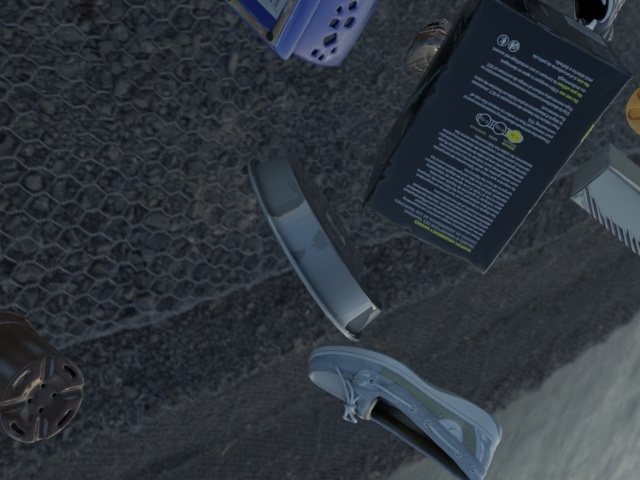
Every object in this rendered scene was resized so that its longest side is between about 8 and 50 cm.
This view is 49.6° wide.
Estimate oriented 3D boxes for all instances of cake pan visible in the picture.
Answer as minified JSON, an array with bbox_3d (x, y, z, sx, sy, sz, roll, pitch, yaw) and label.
[{"bbox_3d":[0.000,0.000,0.958,0.054,0.293,0.293,-31,131,7],"label":"cake pan"}]

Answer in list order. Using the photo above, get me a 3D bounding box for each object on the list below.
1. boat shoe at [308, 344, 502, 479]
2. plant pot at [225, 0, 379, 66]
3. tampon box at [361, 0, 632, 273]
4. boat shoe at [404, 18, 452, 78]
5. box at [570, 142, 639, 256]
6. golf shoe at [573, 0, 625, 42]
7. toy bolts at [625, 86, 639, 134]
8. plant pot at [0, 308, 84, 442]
[{"bbox_3d":[0.117,0.263,1.072,0.103,0.320,0.118,-56,167,-34],"label":"boat shoe"},{"bbox_3d":[-0.041,-0.496,1.356,0.212,0.236,0.236,-23,156,-49],"label":"plant pot"},{"bbox_3d":[0.115,-0.084,0.487,0.161,0.101,0.120,-60,-176,31],"label":"tampon box"},{"bbox_3d":[0.260,-0.451,1.605,0.324,0.123,0.116,-15,102,-78],"label":"boat shoe"},{"bbox_3d":[0.596,-0.044,1.273,0.094,0.275,0.113,-48,-177,39],"label":"box"},{"bbox_3d":[0.444,-0.392,1.095,0.094,0.077,0.198,44,57,-60],"label":"golf shoe"},{"bbox_3d":[0.599,-0.144,1.107,0.158,0.218,0.228,-52,144,-54],"label":"toy bolts"},{"bbox_3d":[-0.439,0.199,0.993,0.167,0.165,0.167,-20,117,-47],"label":"plant pot"}]
